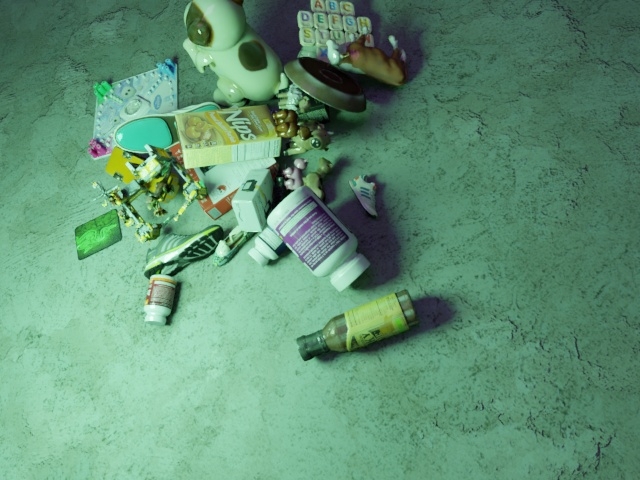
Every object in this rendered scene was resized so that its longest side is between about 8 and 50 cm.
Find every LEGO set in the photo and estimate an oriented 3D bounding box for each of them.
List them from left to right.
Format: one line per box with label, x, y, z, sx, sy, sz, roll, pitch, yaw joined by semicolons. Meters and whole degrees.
LEGO set;-0.551;-0.150;1.529;0.331;0.192;0.255;-31;89;7

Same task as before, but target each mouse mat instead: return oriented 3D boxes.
mouse mat;-0.833;-0.024;1.779;0.189;0.007;0.153;-26;62;5

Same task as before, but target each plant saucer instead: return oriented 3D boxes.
plant saucer;0.028;-0.537;1.605;0.311;0.310;0.050;50;127;28

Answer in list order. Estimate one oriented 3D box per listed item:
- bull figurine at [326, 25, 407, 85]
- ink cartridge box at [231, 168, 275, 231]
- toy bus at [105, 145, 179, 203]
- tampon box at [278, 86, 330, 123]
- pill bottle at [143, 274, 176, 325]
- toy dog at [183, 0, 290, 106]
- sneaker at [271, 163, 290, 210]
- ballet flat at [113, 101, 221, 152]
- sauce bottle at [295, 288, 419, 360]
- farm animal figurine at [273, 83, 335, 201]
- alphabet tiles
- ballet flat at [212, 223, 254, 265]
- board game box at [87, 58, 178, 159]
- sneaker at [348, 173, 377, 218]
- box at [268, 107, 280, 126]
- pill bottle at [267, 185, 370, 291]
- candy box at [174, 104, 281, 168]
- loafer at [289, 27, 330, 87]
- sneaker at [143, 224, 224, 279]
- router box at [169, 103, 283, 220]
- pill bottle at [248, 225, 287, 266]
bull figurine;0.162;-0.638;1.648;0.310;0.101;0.189;19;68;-15
ink cartridge box;-0.209;-0.130;1.538;0.072;0.128;0.175;2;43;16
toy bus;-0.642;-0.237;1.738;0.332;0.130;0.108;26;94;25
tampon box;-0.056;-0.479;1.696;0.160;0.101;0.121;-11;64;11
pill bottle;-0.523;0.194;1.544;0.086;0.086;0.152;-3;66;15
toy dog;-0.321;-0.675;1.674;0.284;0.408;0.395;-46;56;-4
sneaker;-0.134;-0.173;1.571;0.051;0.089;0.170;0;42;13
ballet flat;-0.564;-0.427;1.781;0.400;0.139;0.139;-21;61;-14
sauce bottle;0.101;0.245;1.327;0.344;0.111;0.111;-23;62;8
farm animal figurine;-0.035;-0.302;1.540;0.172;0.330;0.327;-8;41;4
alphabet tiles;0.059;-0.771;1.752;0.284;0.021;0.278;-1;75;-15
ballet flat;-0.298;0.003;1.575;0.070;0.070;0.188;38;82;27
board game box;-0.778;-0.551;1.971;0.389;0.050;0.390;-14;64;10
sneaker;0.153;-0.147;1.512;0.075;0.057;0.161;-32;59;7
box;-0.188;-0.457;1.772;0.083;0.018;0.067;22;75;24
pill bottle;0.000;0.000;1.392;0.169;0.169;0.301;-42;86;-5
candy box;-0.307;-0.348;1.576;0.316;0.088;0.183;-11;56;-17
loafer;-0.039;-0.691;1.779;0.112;0.111;0.320;17;73;23
sneaker;-0.467;0.015;1.599;0.299;0.111;0.121;-27;58;1
router box;-0.342;-0.286;1.706;0.301;0.082;0.335;-35;62;0
pill bottle;-0.149;0.001;1.515;0.094;0.094;0.169;40;83;27
